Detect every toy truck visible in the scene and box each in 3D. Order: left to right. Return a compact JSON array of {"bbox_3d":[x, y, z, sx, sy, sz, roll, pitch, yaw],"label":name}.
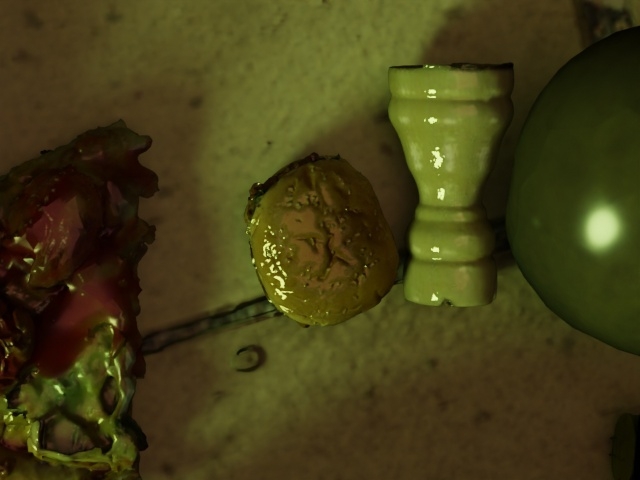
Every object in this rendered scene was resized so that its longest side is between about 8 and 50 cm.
[{"bbox_3d":[0.202,0.116,0.942,0.083,0.054,0.049,4,91,-17],"label":"toy truck"}]

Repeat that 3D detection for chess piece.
[{"bbox_3d":[0.067,-0.029,0.892,0.066,0.066,0.122,-2,96,-17],"label":"chess piece"}]

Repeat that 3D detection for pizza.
[{"bbox_3d":[-0.145,0.023,0.835,0.201,0.053,0.193,23,85,-16],"label":"pizza"}]

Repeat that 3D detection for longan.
[{"bbox_3d":[0.180,-0.024,0.873,0.189,0.189,0.189,-1,92,-17],"label":"longan"}]

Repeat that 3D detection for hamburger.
[{"bbox_3d":[0.000,0.000,0.884,0.076,0.044,0.083,-30,103,-13],"label":"hamburger"}]
